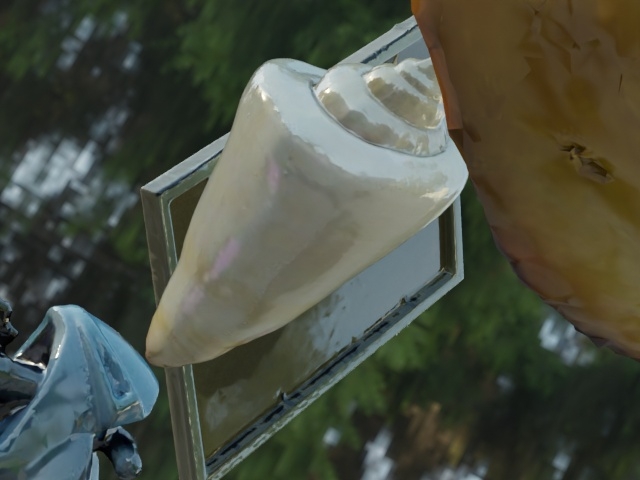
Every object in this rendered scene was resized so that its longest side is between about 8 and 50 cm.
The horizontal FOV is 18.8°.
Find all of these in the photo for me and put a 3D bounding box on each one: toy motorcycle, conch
[{"bbox_3d":[-0.222,0.214,1.368,0.232,0.416,0.172,-3,4,-29],"label":"toy motorcycle"},{"bbox_3d":[-0.002,-0.009,0.783,0.094,0.176,0.104,20,28,-10],"label":"conch"}]

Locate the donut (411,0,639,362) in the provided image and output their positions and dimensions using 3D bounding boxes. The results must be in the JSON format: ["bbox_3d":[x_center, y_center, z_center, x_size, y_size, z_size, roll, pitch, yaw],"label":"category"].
[{"bbox_3d":[0.163,-0.092,0.419,0.303,0.303,0.110,41,-13,-33],"label":"donut"}]

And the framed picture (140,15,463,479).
[{"bbox_3d":[0.000,0.000,1.030,0.016,0.250,0.184,18,-52,33],"label":"framed picture"}]
